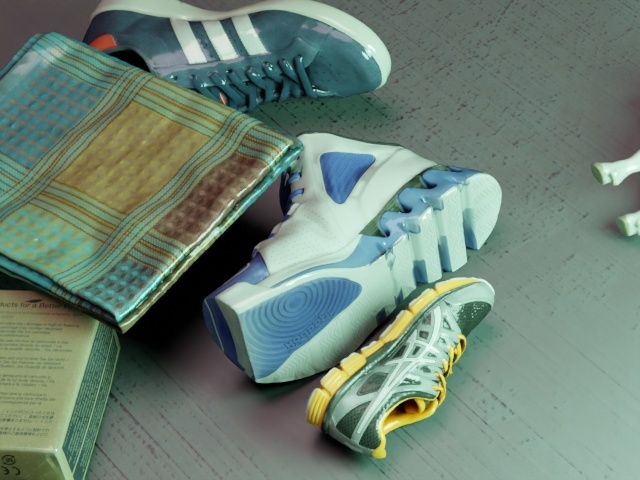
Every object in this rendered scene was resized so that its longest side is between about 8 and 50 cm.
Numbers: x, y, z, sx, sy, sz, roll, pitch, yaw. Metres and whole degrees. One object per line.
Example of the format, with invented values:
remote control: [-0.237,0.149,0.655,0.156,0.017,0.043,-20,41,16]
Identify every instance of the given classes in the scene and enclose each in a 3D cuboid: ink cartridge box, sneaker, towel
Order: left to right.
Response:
ink cartridge box: [-0.321,0.141,1.792,0.235,0.088,0.193,1,46,13]
towel: [-0.234,-0.070,1.885,0.370,0.040,0.271,24,61,37]
sneaker: [-0.102,-0.166,2.017,0.350,0.131,0.148,5,52,26]
sneaker: [0.001,-0.001,1.847,0.315,0.127,0.182,-32,45,-27]
sneaker: [0.086,0.116,1.746,0.215,0.084,0.083,-40,66,-20]

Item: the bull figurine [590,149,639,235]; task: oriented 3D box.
bull figurine: [0.379,-0.056,1.826,0.188,0.101,0.310,-34,48,-14]
